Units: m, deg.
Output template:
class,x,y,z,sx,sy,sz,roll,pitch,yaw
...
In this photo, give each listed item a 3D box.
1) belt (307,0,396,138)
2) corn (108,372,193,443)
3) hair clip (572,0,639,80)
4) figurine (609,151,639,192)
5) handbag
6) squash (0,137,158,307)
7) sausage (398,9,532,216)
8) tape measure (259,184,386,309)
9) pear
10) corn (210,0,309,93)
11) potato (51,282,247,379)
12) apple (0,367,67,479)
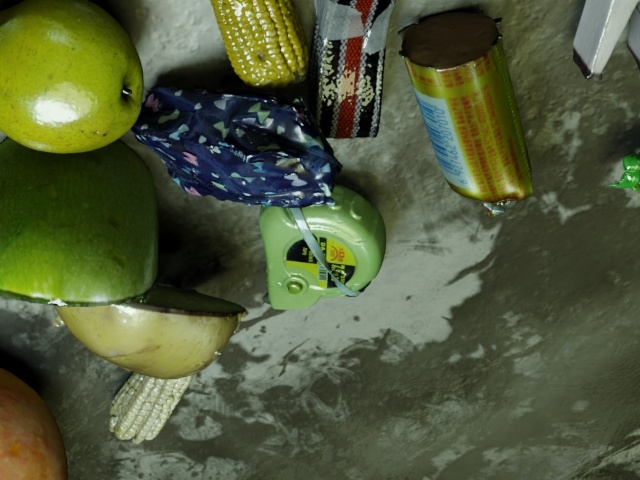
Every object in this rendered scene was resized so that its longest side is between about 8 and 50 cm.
class,x,y,z,sx,sy,sz,roll,pitch,yaw
belt,0.039,-0.260,1.677,0.094,0.126,0.360,-7,139,-14
corn,-0.229,0.206,2.075,0.087,0.087,0.211,24,121,-26
hair clip,0.382,-0.340,1.666,0.101,0.085,0.331,2,130,-12
figurine,0.452,-0.082,1.907,0.156,0.095,0.115,-11,156,-22
handbag,-0.099,-0.111,1.739,0.260,0.113,0.162,7,151,31
squash,-0.307,0.021,1.743,0.233,0.309,0.210,6,131,-13
sausage,0.198,-0.140,1.801,0.125,0.117,0.317,-12,135,12
tape measure,0.000,0.000,1.907,0.175,0.106,0.200,1,131,10
pear,-0.298,-0.190,1.650,0.198,0.198,0.198,-4,132,-4
corn,-0.079,-0.272,1.657,0.097,0.097,0.262,-17,131,7
potato,-0.236,0.113,1.860,0.239,0.299,0.116,18,93,21
apple,-0.524,0.345,1.969,0.346,0.391,0.391,-2,135,-33
